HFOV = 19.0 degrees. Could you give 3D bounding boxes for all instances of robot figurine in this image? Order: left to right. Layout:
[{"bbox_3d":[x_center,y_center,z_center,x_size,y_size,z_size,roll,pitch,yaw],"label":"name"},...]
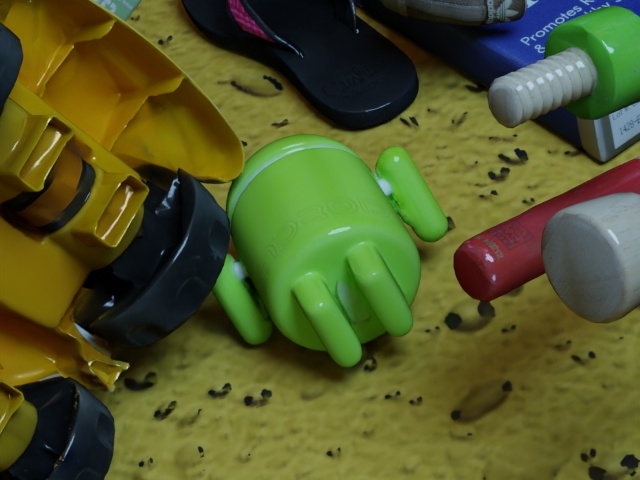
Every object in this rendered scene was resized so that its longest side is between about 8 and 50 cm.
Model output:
[{"bbox_3d":[0.000,0.000,0.796,0.101,0.067,0.115,-32,41,2],"label":"robot figurine"}]

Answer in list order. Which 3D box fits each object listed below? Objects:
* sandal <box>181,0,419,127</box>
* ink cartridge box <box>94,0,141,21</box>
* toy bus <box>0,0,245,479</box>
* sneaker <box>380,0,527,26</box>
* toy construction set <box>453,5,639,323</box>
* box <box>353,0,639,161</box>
[{"bbox_3d":[-0.013,-0.114,0.949,0.067,0.040,0.179,-33,42,-16],"label":"sandal"},{"bbox_3d":[-0.218,-0.080,0.981,0.235,0.056,0.171,-51,45,0],"label":"ink cartridge box"},{"bbox_3d":[-0.170,0.012,0.795,0.211,0.149,0.220,3,60,51],"label":"toy bus"},{"bbox_3d":[0.093,-0.166,0.908,0.071,0.066,0.188,19,56,16],"label":"sneaker"},{"bbox_3d":[0.228,-0.016,0.617,0.237,0.257,0.309,-25,27,-33],"label":"toy construction set"},{"bbox_3d":[0.112,-0.129,0.924,0.136,0.036,0.225,-34,41,-17],"label":"box"}]
